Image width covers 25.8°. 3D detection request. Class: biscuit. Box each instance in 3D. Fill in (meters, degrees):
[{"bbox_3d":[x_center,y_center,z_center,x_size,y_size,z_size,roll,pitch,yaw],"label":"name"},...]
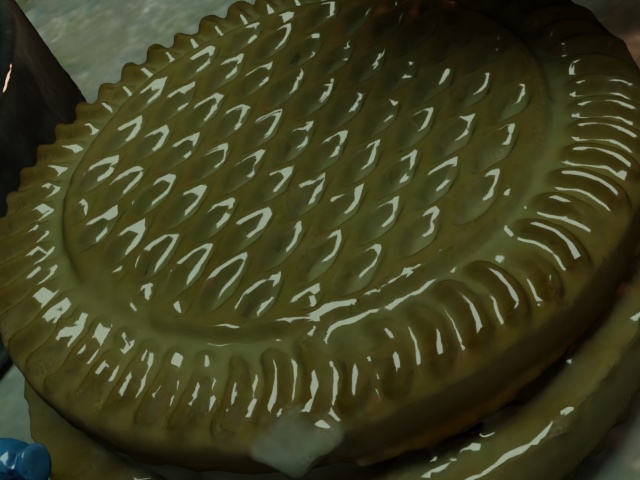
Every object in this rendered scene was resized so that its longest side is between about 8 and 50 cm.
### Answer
[{"bbox_3d":[0.000,0.000,0.492,0.259,0.079,0.259,-13,41,11],"label":"biscuit"}]

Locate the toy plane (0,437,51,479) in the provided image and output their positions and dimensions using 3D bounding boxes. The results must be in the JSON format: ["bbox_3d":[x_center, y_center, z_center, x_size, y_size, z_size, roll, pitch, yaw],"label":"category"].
[{"bbox_3d":[-0.128,0.132,0.392,0.271,0.105,0.254,0,50,24],"label":"toy plane"}]

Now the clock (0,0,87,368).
[{"bbox_3d":[-0.291,-0.004,0.640,0.386,0.076,0.386,-14,41,13],"label":"clock"}]
